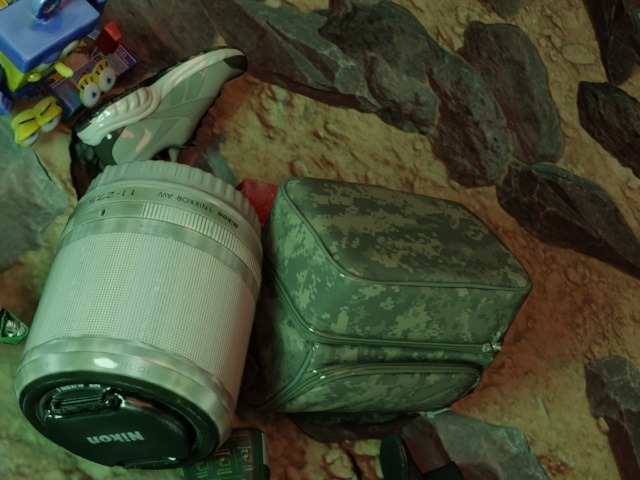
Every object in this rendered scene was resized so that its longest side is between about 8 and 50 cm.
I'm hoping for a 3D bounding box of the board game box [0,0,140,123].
[{"bbox_3d":[-0.335,-0.253,1.436,0.201,0.035,0.136,46,47,-5],"label":"board game box"}]

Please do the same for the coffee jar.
[{"bbox_3d":[-0.093,0.295,1.241,0.096,0.079,0.184,-6,60,-5],"label":"coffee jar"}]

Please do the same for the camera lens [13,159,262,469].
[{"bbox_3d":[-0.180,0.083,1.222,0.219,0.219,0.274,26,51,-22],"label":"camera lens"}]

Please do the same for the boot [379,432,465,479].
[{"bbox_3d":[0.130,0.290,1.447,0.099,0.045,0.121,-5,74,-36],"label":"boot"}]

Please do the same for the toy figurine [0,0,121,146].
[{"bbox_3d":[-0.347,-0.211,1.247,0.362,0.217,0.191,-40,92,-35],"label":"toy figurine"}]

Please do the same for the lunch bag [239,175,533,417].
[{"bbox_3d":[0.061,0.090,1.382,0.305,0.256,0.212,5,35,-33],"label":"lunch bag"}]

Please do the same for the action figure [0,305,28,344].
[{"bbox_3d":[-0.368,0.046,1.117,0.232,0.063,0.137,39,47,-45],"label":"action figure"}]

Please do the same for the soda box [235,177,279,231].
[{"bbox_3d":[0.000,0.000,1.498,0.263,0.083,0.092,11,58,-32],"label":"soda box"}]

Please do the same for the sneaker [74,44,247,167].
[{"bbox_3d":[-0.183,-0.159,1.462,0.271,0.100,0.108,-41,105,-40],"label":"sneaker"}]
